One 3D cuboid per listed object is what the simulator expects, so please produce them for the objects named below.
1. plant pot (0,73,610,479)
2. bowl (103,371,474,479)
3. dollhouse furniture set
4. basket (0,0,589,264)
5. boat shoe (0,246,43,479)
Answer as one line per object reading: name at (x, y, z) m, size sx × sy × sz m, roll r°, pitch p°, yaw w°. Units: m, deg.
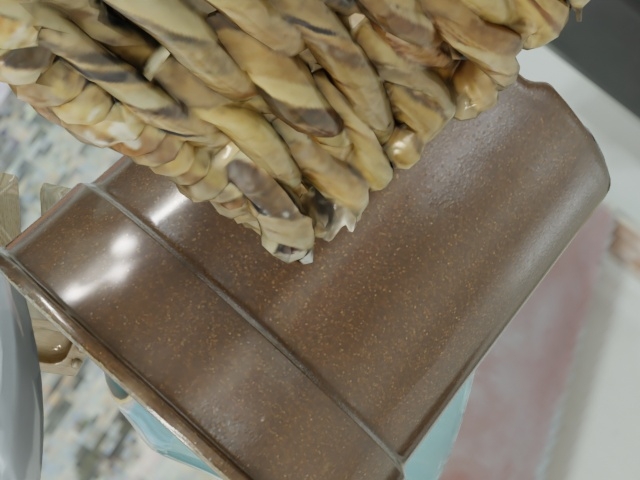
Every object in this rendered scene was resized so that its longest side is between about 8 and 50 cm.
plant pot at (0.000, 0.000, 0.627) m, size 0.165 × 0.167 × 0.167 m, roll -49°, pitch 11°, yaw -6°
bowl at (-0.034, 0.019, 1.089) m, size 0.311 × 0.163 × 0.311 m, roll -173°, pitch 90°, yaw -71°
dollhouse furniture set at (-0.202, 0.055, 1.191) m, size 0.123 × 0.144 × 0.151 m, roll -103°, pitch 32°, yaw -46°
basket at (-0.049, -0.171, 0.361) m, size 0.213 × 0.223 × 0.299 m, roll -44°, pitch -31°, yaw 8°
boat shoe at (-0.184, 0.115, 0.606) m, size 0.121 × 0.119 × 0.335 m, roll -9°, pitch 56°, yaw 26°
